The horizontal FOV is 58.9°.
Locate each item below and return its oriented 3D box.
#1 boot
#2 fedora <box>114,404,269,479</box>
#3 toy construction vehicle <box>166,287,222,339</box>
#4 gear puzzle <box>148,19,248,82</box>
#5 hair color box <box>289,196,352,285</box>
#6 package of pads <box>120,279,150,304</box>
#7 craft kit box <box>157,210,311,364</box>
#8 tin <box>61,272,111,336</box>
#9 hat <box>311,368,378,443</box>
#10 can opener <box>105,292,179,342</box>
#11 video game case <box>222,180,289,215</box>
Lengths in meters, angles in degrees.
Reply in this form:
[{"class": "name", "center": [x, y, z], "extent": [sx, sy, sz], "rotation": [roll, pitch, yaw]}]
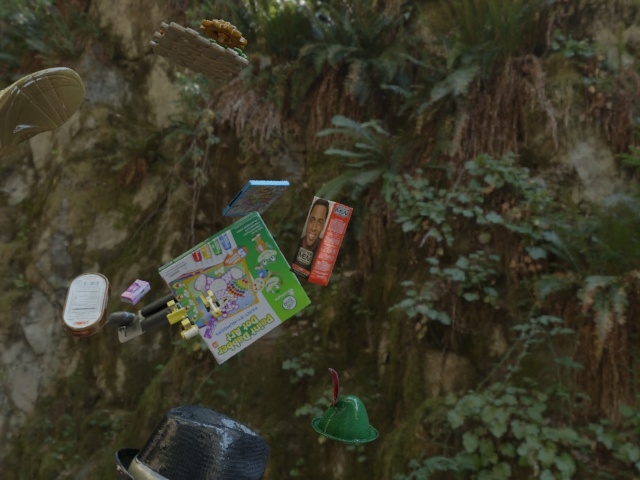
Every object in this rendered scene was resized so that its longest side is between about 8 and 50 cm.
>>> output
[{"class": "boot", "center": [-0.557, -0.216, 0.982], "extent": [0.203, 0.262, 0.095], "rotation": [15, -36, 40]}, {"class": "fedora", "center": [-0.218, 0.423, 1.109], "extent": [0.334, 0.152, 0.334], "rotation": [22, -9, 4]}, {"class": "toy construction vehicle", "center": [-0.209, 0.113, 0.930], "extent": [0.086, 0.035, 0.098], "rotation": [-26, 33, -12]}, {"class": "gear puzzle", "center": [-0.229, -0.388, 1.112], "extent": [0.175, 0.044, 0.339], "rotation": [21, -3, -25]}, {"class": "hair color box", "center": [0.000, 0.000, 0.986], "extent": [0.043, 0.141, 0.072], "rotation": [18, 2, -34]}, {"class": "package of pads", "center": [-0.567, 0.159, 1.736], "extent": [0.050, 0.083, 0.032], "rotation": [12, -48, 22]}, {"class": "craft kit box", "center": [-0.186, 0.103, 1.256], "extent": [0.246, 0.250, 0.061], "rotation": [60, -14, -17]}, {"class": "tin", "center": [-0.607, 0.162, 1.471], "extent": [0.106, 0.189, 0.040], "rotation": [-4, -42, -5]}, {"class": "hat", "center": [0.074, 0.398, 1.443], "extent": [0.173, 0.183, 0.208], "rotation": [7, 0, -10]}, {"class": "can opener", "center": [-0.482, 0.211, 1.565], "extent": [0.280, 0.074, 0.093], "rotation": [-23, -30, 26]}, {"class": "video game case", "center": [-0.171, -0.109, 1.485], "extent": [0.119, 0.015, 0.166], "rotation": [-4, -23, -38]}]
